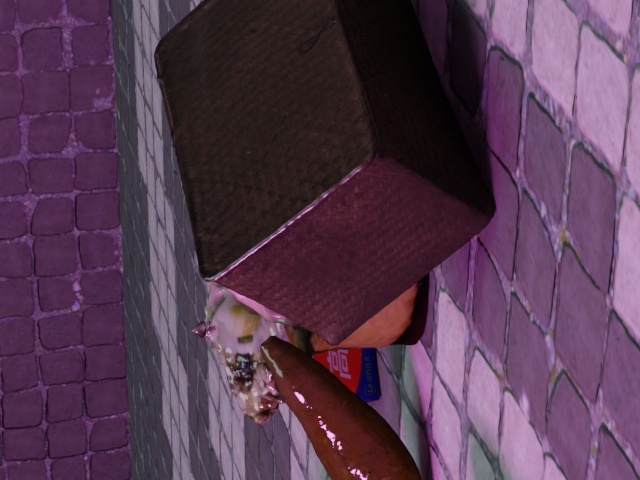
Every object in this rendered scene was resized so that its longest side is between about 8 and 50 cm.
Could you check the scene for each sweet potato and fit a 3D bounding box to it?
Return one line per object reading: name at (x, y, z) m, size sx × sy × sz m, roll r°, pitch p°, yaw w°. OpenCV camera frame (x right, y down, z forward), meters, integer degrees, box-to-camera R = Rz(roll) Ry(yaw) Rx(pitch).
sweet potato at (0.033, 0.175, 1.628) m, size 0.243 × 0.077 × 0.077 m, roll 61°, pitch 171°, yaw -13°

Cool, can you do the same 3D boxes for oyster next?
oyster at (-0.055, 0.019, 2.023) m, size 0.201 × 0.107 × 0.354 m, roll 5°, pitch 89°, yaw 57°

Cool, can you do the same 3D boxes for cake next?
cake at (-0.012, 0.011, 1.636) m, size 0.185 × 0.178 × 0.207 m, roll -120°, pitch 23°, yaw -58°

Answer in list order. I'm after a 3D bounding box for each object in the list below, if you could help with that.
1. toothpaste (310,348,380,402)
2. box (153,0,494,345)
toothpaste at (0.000, 0.000, 1.814) m, size 0.076 × 0.066 × 0.320 m, roll 163°, pitch 99°, yaw -77°
box at (-0.003, -0.086, 1.457) m, size 0.184 × 0.143 × 0.273 m, roll -39°, pitch 45°, yaw 24°
